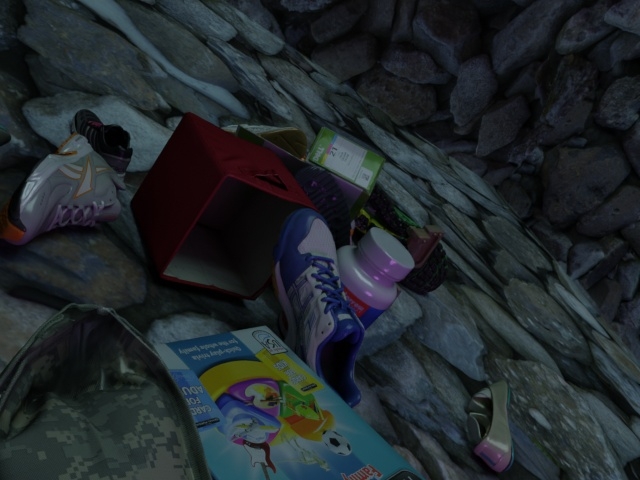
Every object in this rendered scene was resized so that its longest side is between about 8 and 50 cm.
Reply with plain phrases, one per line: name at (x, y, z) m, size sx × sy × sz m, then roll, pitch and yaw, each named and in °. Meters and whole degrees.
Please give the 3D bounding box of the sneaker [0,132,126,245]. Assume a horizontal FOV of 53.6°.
sneaker at (-0.331, -0.057, 0.854) m, size 0.121 × 0.099 × 0.262 m, roll 39°, pitch 22°, yaw -17°

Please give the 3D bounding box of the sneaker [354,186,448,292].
sneaker at (0.186, -0.015, 1.577) m, size 0.343 × 0.134 × 0.146 m, roll 49°, pitch 2°, yaw -5°

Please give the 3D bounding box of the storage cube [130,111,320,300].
storage cube at (-0.152, -0.052, 0.986) m, size 0.184 × 0.215 × 0.193 m, roll 20°, pitch 24°, yaw -42°

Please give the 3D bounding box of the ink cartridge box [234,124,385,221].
ink cartridge box at (-0.038, -0.126, 1.169) m, size 0.255 × 0.188 × 0.097 m, roll 28°, pitch 56°, yaw -4°

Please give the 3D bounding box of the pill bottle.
pill bottle at (0.044, 0.086, 1.022) m, size 0.124 × 0.221 × 0.124 m, roll 34°, pitch 23°, yaw -16°

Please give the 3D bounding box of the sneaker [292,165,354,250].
sneaker at (0.000, 0.000, 1.142) m, size 0.131 × 0.112 × 0.318 m, roll 45°, pitch -24°, yaw 58°

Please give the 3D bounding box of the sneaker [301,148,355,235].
sneaker at (-0.064, -0.115, 1.360) m, size 0.321 × 0.124 × 0.180 m, roll 47°, pitch 21°, yaw 14°

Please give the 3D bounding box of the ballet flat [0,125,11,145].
ballet flat at (-0.486, -0.121, 0.775) m, size 0.213 × 0.072 × 0.068 m, roll 7°, pitch 67°, yaw -54°

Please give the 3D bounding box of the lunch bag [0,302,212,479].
lunch bag at (-0.180, 0.211, 0.395) m, size 0.169 × 0.235 × 0.287 m, roll 15°, pitch 34°, yaw -43°

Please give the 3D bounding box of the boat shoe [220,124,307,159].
boat shoe at (-0.169, -0.189, 1.303) m, size 0.277 × 0.098 × 0.096 m, roll -7°, pitch 21°, yaw -26°

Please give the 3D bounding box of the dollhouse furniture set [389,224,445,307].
dollhouse furniture set at (0.208, 0.056, 1.410) m, size 0.151 × 0.144 × 0.123 m, roll 3°, pitch 41°, yaw -35°

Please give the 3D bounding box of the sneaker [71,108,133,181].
sneaker at (-0.356, -0.172, 1.051) m, size 0.063 × 0.074 × 0.170 m, roll 12°, pitch 36°, yaw -51°

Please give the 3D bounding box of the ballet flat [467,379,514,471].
ballet flat at (0.321, 0.335, 1.212) m, size 0.086 × 0.086 × 0.248 m, roll 40°, pitch 23°, yaw -4°

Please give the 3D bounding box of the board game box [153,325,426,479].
board game box at (-0.046, 0.237, 0.687) m, size 0.336 × 0.079 × 0.254 m, roll 39°, pitch 21°, yaw 27°

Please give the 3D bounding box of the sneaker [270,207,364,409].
sneaker at (0.010, 0.096, 0.882) m, size 0.112 × 0.131 × 0.296 m, roll 2°, pitch 81°, yaw -40°
